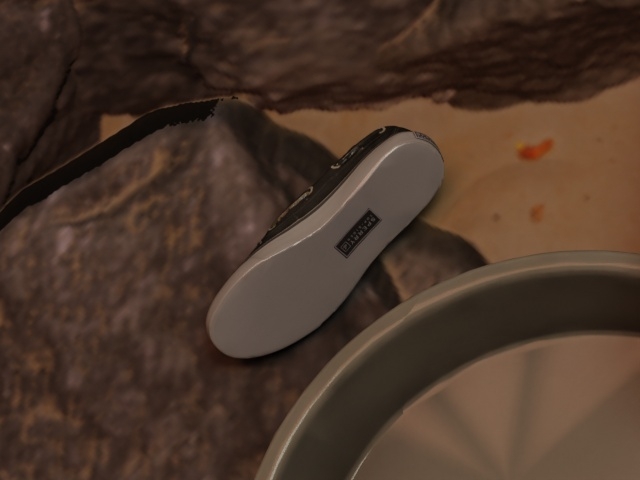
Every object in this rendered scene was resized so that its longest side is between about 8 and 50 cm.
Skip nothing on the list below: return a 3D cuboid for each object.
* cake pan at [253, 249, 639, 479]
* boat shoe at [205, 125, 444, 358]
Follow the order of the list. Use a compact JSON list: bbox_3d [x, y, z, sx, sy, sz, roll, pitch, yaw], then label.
[{"bbox_3d":[0.108,0.148,0.845,0.293,0.054,0.293,-7,65,14],"label":"cake pan"},{"bbox_3d":[0.000,0.000,0.955,0.142,0.049,0.040,-42,28,-2],"label":"boat shoe"}]
